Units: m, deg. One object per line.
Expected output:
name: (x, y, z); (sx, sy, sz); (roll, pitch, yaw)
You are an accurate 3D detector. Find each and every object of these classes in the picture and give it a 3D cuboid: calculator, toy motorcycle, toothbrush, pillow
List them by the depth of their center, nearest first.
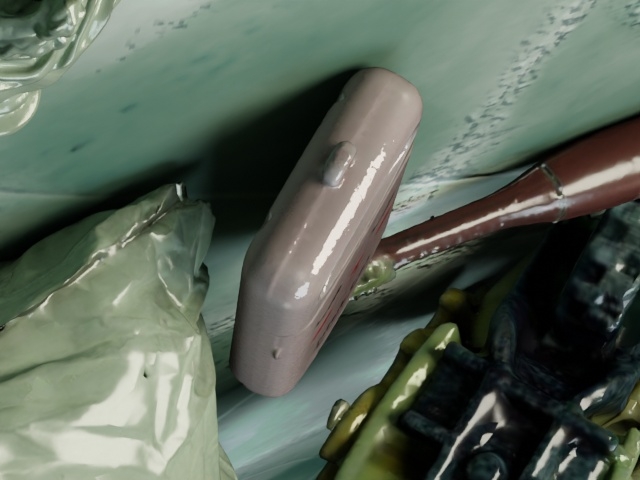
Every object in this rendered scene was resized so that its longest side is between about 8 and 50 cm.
pillow: (-0.157, 0.140, 0.712); (0.310, 0.138, 0.283); (-21, 127, -29)
calculator: (0.000, 0.000, 0.747); (0.100, 0.032, 0.175); (-60, 175, -19)
toothbrush: (0.156, -0.041, 0.940); (0.364, 0.041, 0.041); (-20, 163, -24)
toy motorcycle: (0.083, 0.142, 1.014); (0.410, 0.168, 0.237); (-56, 168, -16)

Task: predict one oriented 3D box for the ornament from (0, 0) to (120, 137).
ornament: (-0.081, -0.055, 0.497); (0.068, 0.041, 0.092); (-23, 175, 6)
